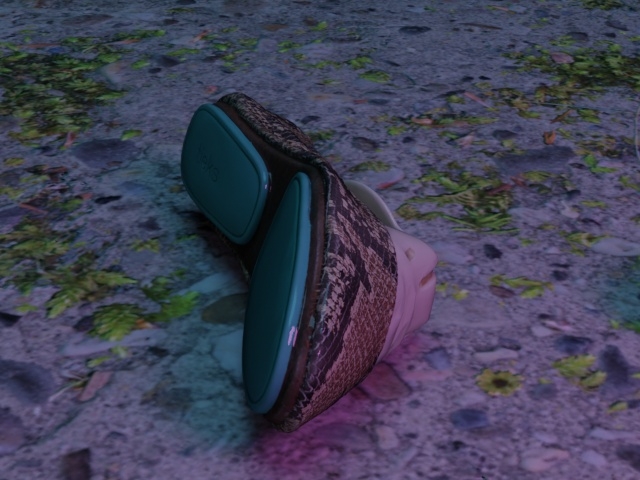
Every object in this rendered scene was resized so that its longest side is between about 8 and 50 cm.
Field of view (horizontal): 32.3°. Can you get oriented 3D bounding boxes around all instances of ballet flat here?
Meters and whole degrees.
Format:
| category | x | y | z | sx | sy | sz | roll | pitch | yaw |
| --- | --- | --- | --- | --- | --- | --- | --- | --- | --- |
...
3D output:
| category | x | y | z | sx | sy | sz | roll | pitch | yaw |
| --- | --- | --- | --- | --- | --- | --- | --- | --- | --- |
| ballet flat | 0.000 | 0.000 | 0.948 | 0.182 | 0.164 | 0.483 | 13 | 21 | -21 |
